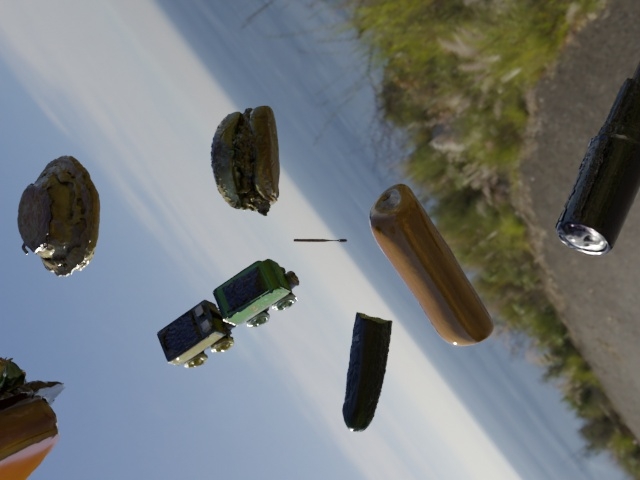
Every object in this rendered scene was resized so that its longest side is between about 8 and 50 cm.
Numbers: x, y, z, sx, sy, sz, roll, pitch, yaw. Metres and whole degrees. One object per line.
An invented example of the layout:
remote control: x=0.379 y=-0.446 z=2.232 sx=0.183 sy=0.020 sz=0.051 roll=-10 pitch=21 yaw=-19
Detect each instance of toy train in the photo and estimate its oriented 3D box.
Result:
toy train: x=-0.119 y=0.094 z=1.189 sx=0.081 sy=0.202 sz=0.060 roll=32 pitch=-152 yaw=-59

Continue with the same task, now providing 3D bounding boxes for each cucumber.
cucumber: x=0.085 y=0.239 z=1.724 sx=0.074 sy=0.075 sz=0.241 roll=52 pitch=-140 yaw=-47

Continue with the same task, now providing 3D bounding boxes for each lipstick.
lipstick: x=0.384 y=-0.119 z=1.199 sx=0.081 sy=0.299 sz=0.081 roll=24 pitch=161 yaw=9

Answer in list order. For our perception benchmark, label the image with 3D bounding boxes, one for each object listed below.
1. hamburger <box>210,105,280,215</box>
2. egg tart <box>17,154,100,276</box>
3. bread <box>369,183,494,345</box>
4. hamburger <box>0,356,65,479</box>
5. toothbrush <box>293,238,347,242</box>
hamburger: x=-0.139 y=-0.160 z=1.803 sx=0.215 sy=0.122 sz=0.189 roll=-88 pitch=-10 yaw=-54
egg tart: x=-0.505 y=-0.044 z=1.787 sx=0.106 sy=0.241 sz=0.241 roll=-3 pitch=-133 yaw=-45
bread: x=0.139 y=0.040 z=1.192 sx=0.239 sy=0.074 sz=0.092 roll=55 pitch=-173 yaw=-26
hamburger: x=-0.232 y=0.126 z=0.531 sx=0.087 sy=0.166 sz=0.137 roll=48 pitch=-166 yaw=10
toothbrush: x=0.000 y=0.000 z=1.679 sx=0.008 sy=0.097 sz=0.006 roll=139 pitch=131 yaw=-83
